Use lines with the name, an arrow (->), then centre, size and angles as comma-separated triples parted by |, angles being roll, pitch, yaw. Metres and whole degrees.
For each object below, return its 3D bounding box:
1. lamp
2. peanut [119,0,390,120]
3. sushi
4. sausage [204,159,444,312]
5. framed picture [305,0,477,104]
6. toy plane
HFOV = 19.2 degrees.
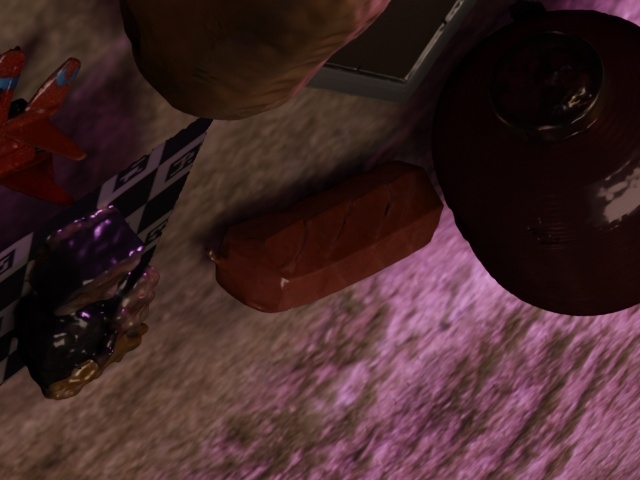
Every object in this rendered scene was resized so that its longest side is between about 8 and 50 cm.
lamp -> 0.164, -0.056, 1.236 | 0.180, 0.180, 0.258 | -42, 150, -5
peanut -> -0.025, -0.134, 0.864 | 0.110, 0.120, 0.236 | -11, 164, -23
sushi -> -0.129, 0.045, 0.999 | 0.192, 0.050, 0.215 | -37, 169, -31
sausage -> 0.000, 0.001, 1.192 | 0.169, 0.065, 0.065 | -25, 147, -38
framed picture -> 0.064, -0.205, 1.039 | 0.231, 0.018, 0.293 | 5, 125, -56
toy plane -> -0.193, -0.030, 0.880 | 0.189, 0.061, 0.130 | -17, 143, -36
